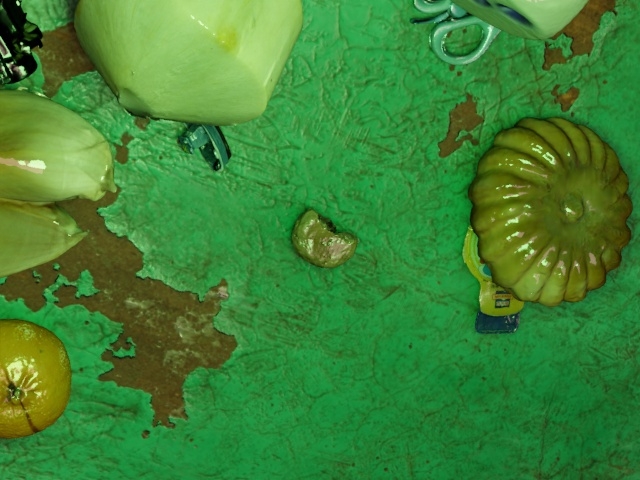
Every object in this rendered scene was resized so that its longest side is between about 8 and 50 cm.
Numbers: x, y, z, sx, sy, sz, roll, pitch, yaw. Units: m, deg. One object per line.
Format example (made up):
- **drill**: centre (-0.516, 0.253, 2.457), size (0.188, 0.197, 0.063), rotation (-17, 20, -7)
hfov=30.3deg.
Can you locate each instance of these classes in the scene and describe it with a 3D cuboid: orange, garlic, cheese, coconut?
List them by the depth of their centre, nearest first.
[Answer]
- **coconut**: centre (-0.182, -0.298, 1.635), size (0.323, 0.323, 0.323), rotation (-6, 112, -15)
- **garlic**: centre (-0.471, -0.077, 1.700), size (0.313, 0.249, 0.286), rotation (-6, 96, -36)
- **orange**: centre (-0.478, 0.216, 1.834), size (0.193, 0.161, 0.193), rotation (-5, 114, -11)
- **cheese**: centre (0.325, 0.036, 2.056), size (0.177, 0.069, 0.270), rotation (0, 109, -18)

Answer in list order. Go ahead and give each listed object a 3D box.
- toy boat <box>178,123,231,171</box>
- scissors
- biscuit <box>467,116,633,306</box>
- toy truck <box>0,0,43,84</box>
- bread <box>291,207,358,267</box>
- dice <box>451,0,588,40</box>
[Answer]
- **toy boat**: centre (-0.190, -0.164, 1.830), size (0.061, 0.060, 0.137), rotation (-39, 122, -23)
- **scissors**: centre (0.328, -0.403, 1.911), size (0.392, 0.032, 0.180), rotation (-17, 113, -9)
- **biscuit**: centre (0.398, -0.051, 1.973), size (0.325, 0.107, 0.326), rotation (1, 89, -26)
- **toy truck**: centre (-0.457, -0.284, 1.595), size (0.127, 0.257, 0.127), rotation (-24, 116, -3)
- **bread**: centre (0.000, 0.000, 1.951), size (0.113, 0.060, 0.082), rotation (36, 96, -23)
- **dice**: centre (0.276, -0.462, 1.731), size (0.259, 0.251, 0.243), rotation (29, 92, -15)
